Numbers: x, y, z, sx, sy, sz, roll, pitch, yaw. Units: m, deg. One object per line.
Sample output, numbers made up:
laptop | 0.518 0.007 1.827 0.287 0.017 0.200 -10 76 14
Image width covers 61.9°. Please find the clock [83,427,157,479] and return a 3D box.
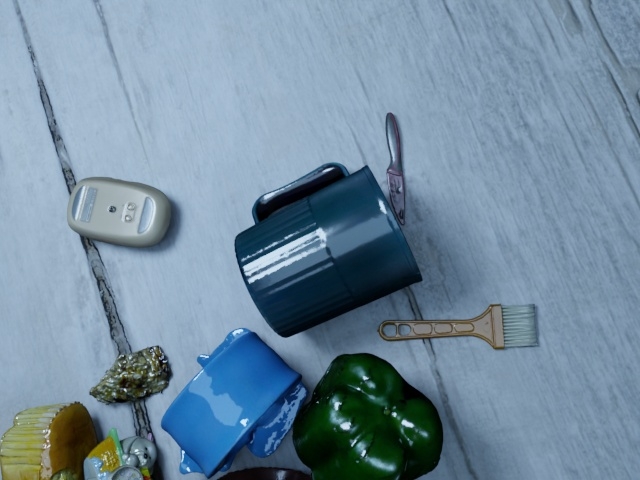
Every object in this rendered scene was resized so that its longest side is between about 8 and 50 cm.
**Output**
clock | -0.380 0.488 1.066 0.103 0.144 0.231 -23 78 42

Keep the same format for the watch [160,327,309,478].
watch | -0.184 0.318 0.987 0.241 0.274 0.305 39 84 11

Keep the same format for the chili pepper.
chili pepper | 0.081 0.341 0.950 0.248 0.257 0.233 38 59 10

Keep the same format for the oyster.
oyster | -0.408 0.292 1.137 0.177 0.056 0.105 -14 88 1

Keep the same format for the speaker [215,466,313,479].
speaker | -0.070 0.604 1.009 0.198 0.259 0.330 -6 87 47

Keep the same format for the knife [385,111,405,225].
knife | 0.157 -0.154 1.135 0.035 0.018 0.247 -5 83 4

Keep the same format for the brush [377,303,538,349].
brush | 0.271 0.176 1.076 0.314 0.017 0.090 -3 82 8

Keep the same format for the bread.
bread | -0.528 0.451 1.062 0.133 0.179 0.250 -5 79 9

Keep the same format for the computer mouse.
computer mouse | -0.439 -0.062 1.172 0.236 0.082 0.145 9 84 11

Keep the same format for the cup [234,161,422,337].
cup | -0.002 0.001 1.025 0.292 0.242 0.308 -27 82 6
